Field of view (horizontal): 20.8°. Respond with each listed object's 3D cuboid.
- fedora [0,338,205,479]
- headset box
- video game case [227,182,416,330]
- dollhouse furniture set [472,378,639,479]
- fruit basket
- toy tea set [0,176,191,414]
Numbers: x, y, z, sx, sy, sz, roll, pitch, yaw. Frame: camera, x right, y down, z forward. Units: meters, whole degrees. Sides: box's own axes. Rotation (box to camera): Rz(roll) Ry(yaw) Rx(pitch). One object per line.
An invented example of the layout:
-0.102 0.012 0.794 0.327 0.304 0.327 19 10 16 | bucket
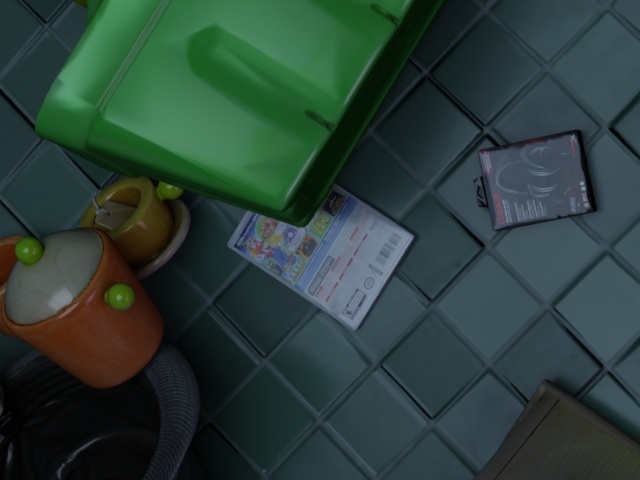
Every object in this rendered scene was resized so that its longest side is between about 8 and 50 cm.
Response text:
-0.165 0.191 1.279 0.243 0.124 0.275 -52 37 -13 | fedora
0.154 -0.043 1.274 0.083 0.032 0.062 -11 89 14 | headset box
0.000 0.000 1.328 0.122 0.011 0.087 33 100 12 | video game case
0.095 0.333 1.244 0.362 0.256 0.394 35 121 12 | dollhouse furniture set
-0.093 -0.225 1.219 0.392 0.283 0.392 0 86 5 | fruit basket
-0.256 0.048 1.299 0.336 0.200 0.124 -27 127 17 | toy tea set
